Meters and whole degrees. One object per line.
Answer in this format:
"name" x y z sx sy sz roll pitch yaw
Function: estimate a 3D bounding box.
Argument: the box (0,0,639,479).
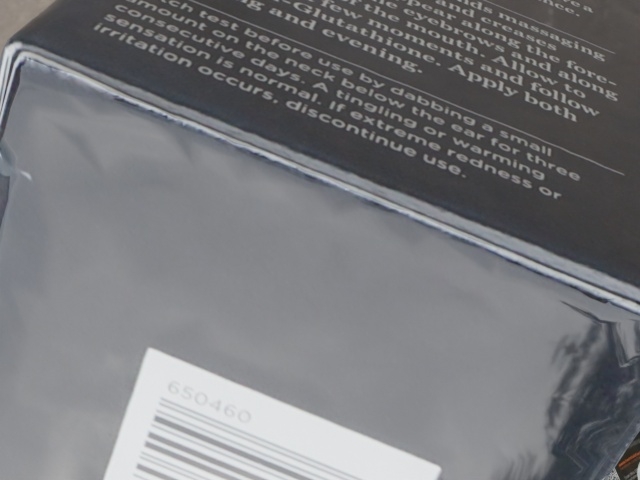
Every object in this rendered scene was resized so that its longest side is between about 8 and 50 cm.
"box" 0.000 0.000 0.541 0.212 0.395 0.293 22 122 -1

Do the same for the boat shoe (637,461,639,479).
"boat shoe" 0.273 0.163 0.779 0.119 0.335 0.121 32 160 20

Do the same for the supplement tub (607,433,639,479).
"supplement tub" 0.396 0.232 1.403 0.207 0.338 0.207 -9 136 -8
